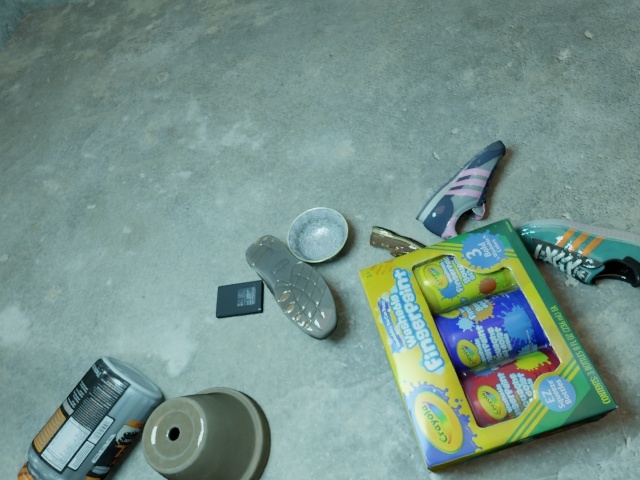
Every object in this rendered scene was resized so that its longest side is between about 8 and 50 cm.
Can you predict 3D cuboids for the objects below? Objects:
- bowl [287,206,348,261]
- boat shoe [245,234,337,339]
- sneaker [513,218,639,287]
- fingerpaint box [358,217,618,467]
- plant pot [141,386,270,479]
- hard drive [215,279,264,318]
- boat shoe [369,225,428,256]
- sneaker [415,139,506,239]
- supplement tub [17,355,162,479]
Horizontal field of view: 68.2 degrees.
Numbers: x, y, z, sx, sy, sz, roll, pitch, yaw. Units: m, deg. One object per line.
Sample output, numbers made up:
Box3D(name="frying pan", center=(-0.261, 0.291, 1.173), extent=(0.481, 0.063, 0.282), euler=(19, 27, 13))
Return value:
Box3D(name="bowl", center=(0.000, 0.000, 1.308), extent=(0.170, 0.080, 0.170), euler=(-7, 60, 12))
Box3D(name="boat shoe", center=(-0.063, 0.124, 1.233), extent=(0.132, 0.130, 0.355), euler=(-35, 52, -8))
Box3D(name="sneaker", center=(0.591, 0.032, 1.096), extent=(0.302, 0.108, 0.121), euler=(8, 61, 19))
Box3D(name="fingerpaint box", center=(0.330, 0.219, 1.040), extent=(0.371, 0.163, 0.444), euler=(-20, 58, 5))
Box3D(name="plant pot", center=(-0.273, 0.444, 1.061), extent=(0.263, 0.229, 0.262), euler=(-8, 59, 13))
Box3D(name="hard drive", center=(-0.225, 0.164, 1.320), extent=(0.135, 0.022, 0.094), euler=(-9, 60, 12))
Box3D(name="boat shoe", center=(0.211, 0.016, 1.254), extent=(0.178, 0.064, 0.060), euler=(23, 102, 28))
Box3D(name="sneaker", center=(0.404, -0.127, 1.257), extent=(0.319, 0.112, 0.131), euler=(-44, 76, -6))
Box3D(name="supplement tub", center=(-0.560, 0.463, 1.156), extent=(0.194, 0.193, 0.316), euler=(28, 74, 28))
